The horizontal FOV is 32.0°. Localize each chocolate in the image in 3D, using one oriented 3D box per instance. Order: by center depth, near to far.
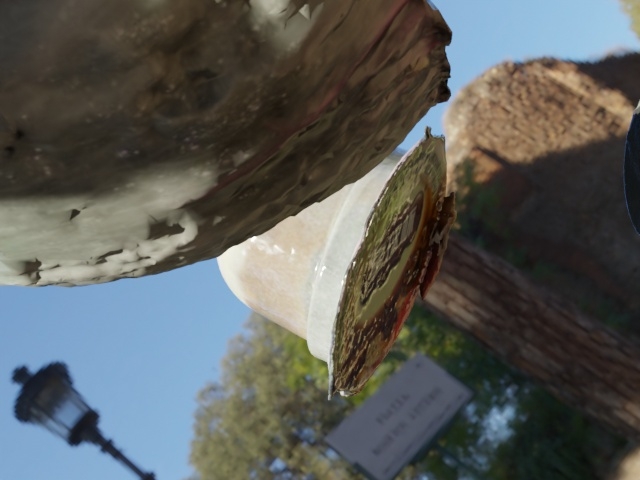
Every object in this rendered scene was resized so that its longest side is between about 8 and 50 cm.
[{"bbox_3d":[-0.001,0.003,0.835,0.221,0.147,0.221,-45,-35,-45],"label":"chocolate"}]

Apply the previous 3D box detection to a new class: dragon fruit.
[{"bbox_3d":[-0.097,-0.075,0.426,0.221,0.204,0.283,-38,-19,-4],"label":"dragon fruit"}]

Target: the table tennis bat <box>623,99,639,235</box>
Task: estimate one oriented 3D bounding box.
[{"bbox_3d":[0.274,-0.100,0.862,0.130,0.019,0.220,138,139,-63],"label":"table tennis bat"}]
